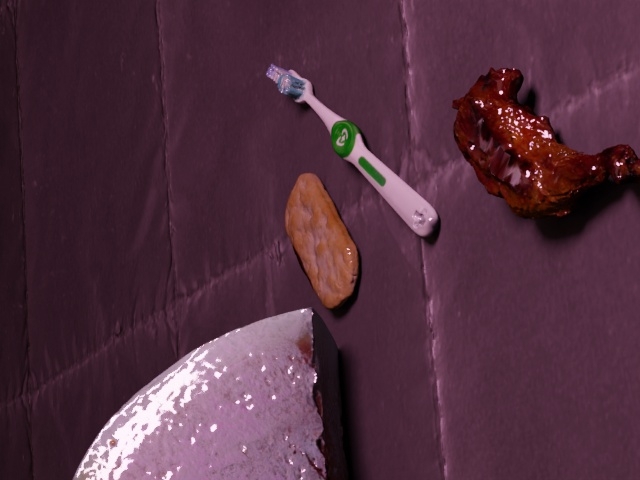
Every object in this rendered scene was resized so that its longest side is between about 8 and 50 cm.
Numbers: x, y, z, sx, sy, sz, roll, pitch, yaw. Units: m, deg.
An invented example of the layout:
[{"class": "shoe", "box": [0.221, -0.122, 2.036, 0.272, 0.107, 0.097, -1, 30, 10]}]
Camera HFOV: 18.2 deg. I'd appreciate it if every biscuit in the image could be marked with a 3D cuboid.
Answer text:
[{"class": "biscuit", "box": [0.000, 0.000, 1.709, 0.071, 0.018, 0.147, -67, 32, 31]}]

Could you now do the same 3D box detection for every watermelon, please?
[{"class": "watermelon", "box": [-0.062, 0.237, 1.644, 0.213, 0.320, 0.289, 28, 149, 34]}]

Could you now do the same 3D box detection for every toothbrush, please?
[{"class": "toothbrush", "box": [0.027, -0.079, 1.658, 0.304, 0.030, 0.030, 48, 130, 51]}]

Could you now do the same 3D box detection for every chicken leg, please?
[{"class": "chicken leg", "box": [0.146, -0.060, 1.384, 0.219, 0.048, 0.089, -134, 49, -56]}]
